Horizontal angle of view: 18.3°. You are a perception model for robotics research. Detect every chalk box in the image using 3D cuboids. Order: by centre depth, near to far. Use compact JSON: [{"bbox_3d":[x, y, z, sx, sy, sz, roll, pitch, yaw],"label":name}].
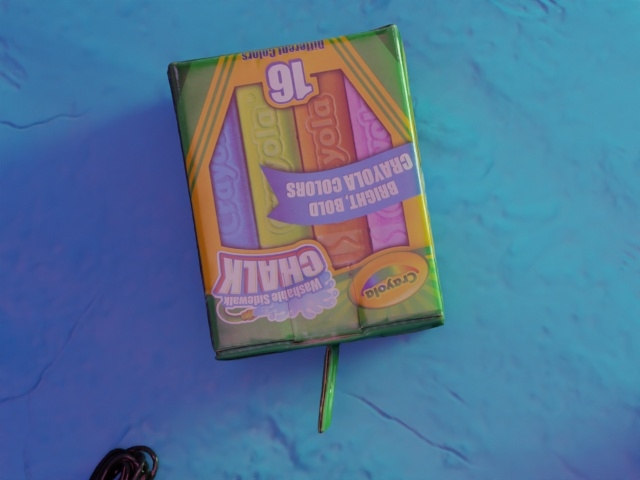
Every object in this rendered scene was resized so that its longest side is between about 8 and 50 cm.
[{"bbox_3d":[0.000,0.000,1.527,0.179,0.180,0.289,-10,88,3],"label":"chalk box"}]

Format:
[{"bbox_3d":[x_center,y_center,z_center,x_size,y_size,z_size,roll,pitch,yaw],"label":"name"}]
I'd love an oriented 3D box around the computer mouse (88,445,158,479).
[{"bbox_3d":[-0.118,0.306,1.573,0.262,0.060,0.184,41,89,5],"label":"computer mouse"}]
